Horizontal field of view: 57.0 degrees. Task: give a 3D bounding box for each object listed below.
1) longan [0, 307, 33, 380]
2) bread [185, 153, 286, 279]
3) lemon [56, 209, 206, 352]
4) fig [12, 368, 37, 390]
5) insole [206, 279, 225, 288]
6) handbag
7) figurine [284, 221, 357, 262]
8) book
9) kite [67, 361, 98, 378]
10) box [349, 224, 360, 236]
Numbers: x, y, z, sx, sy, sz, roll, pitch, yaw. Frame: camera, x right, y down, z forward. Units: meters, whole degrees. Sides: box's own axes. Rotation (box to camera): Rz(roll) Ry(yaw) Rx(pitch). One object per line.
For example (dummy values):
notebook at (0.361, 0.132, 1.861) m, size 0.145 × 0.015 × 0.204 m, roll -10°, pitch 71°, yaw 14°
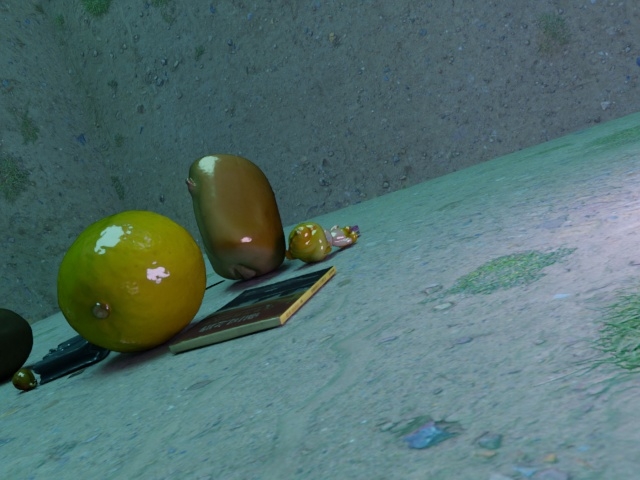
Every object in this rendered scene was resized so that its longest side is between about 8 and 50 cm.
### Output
longan at (-0.957, 0.310, 1.692) m, size 0.248 × 0.249 × 0.248 m, roll -20°, pitch 6°, yaw 2°
bread at (-0.255, -0.065, 1.880) m, size 0.252 × 0.376 × 0.348 m, roll -15°, pitch -26°, yaw -1°
lemon at (-0.429, 0.094, 1.353) m, size 0.347 × 0.348 × 0.348 m, roll -20°, pitch 6°, yaw 2°
fig at (-0.693, 0.332, 1.394) m, size 0.083 × 0.050 × 0.050 m, roll 2°, pitch 18°, yaw 36°
insole at (-0.401, 0.168, 2.068) m, size 0.152 × 0.002 × 0.053 m, roll -25°, pitch 8°, yaw -36°
handbag at (-0.629, 0.288, 1.515) m, size 0.179 × 0.062 × 0.229 m, roll -24°, pitch 7°, yaw -8°
figurine at (0.000, 0.000, 1.770) m, size 0.246 × 0.131 × 0.156 m, roll -7°, pitch 38°, yaw -35°
book at (-0.133, 0.145, 1.313) m, size 0.262 × 0.028 × 0.374 m, roll -16°, pitch 7°, yaw 21°
kite at (-0.556, 0.305, 1.384) m, size 0.078 × 0.002 × 0.044 m, roll -24°, pitch 7°, yaw -25°
box at (0.040, -0.008, 2.002) m, size 0.207 × 0.041 × 0.049 m, roll -15°, pitch 8°, yaw 37°
